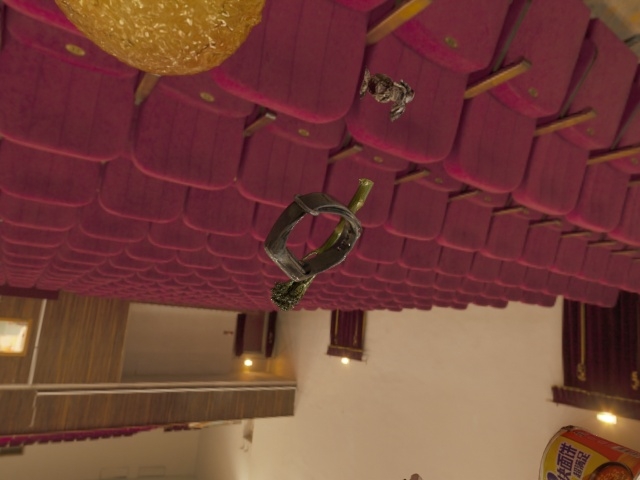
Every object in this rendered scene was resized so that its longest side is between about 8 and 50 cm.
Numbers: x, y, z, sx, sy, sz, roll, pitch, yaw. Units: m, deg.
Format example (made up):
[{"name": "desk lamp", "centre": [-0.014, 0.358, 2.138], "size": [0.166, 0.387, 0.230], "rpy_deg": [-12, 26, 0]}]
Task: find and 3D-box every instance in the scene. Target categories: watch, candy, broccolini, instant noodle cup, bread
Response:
[{"name": "watch", "centre": [-0.013, -0.011, 0.880], "size": [0.068, 0.193, 0.206], "rpy_deg": [47, 175, 37]}, {"name": "candy", "centre": [0.142, -0.350, 1.012], "size": [0.051, 0.094, 0.226], "rpy_deg": [19, -153, -33]}, {"name": "broccolini", "centre": [0.001, 0.000, 1.066], "size": [0.074, 0.392, 0.078], "rpy_deg": [37, 169, -33]}, {"name": "instant noodle cup", "centre": [0.563, 0.482, 0.821], "size": [0.213, 0.214, 0.174], "rpy_deg": [9, 166, -19]}, {"name": "bread", "centre": [-0.169, -0.294, 0.443], "size": [0.239, 0.139, 0.240], "rpy_deg": [-3, 129, -4]}]

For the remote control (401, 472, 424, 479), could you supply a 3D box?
[{"name": "remote control", "centre": [0.111, 0.444, 0.541], "size": [0.055, 0.103, 0.277], "rpy_deg": [-47, 175, 31]}]
